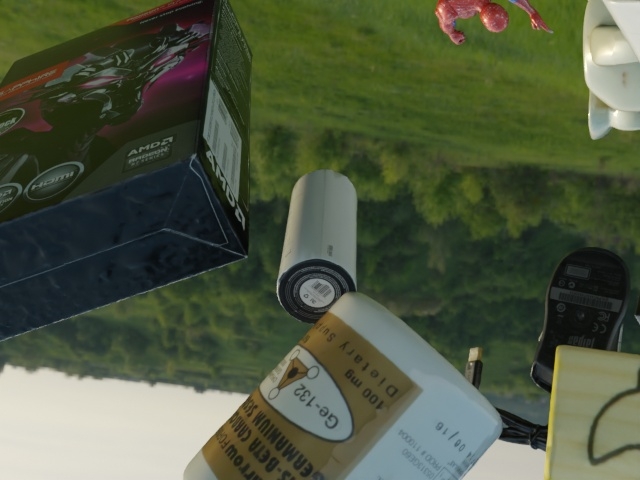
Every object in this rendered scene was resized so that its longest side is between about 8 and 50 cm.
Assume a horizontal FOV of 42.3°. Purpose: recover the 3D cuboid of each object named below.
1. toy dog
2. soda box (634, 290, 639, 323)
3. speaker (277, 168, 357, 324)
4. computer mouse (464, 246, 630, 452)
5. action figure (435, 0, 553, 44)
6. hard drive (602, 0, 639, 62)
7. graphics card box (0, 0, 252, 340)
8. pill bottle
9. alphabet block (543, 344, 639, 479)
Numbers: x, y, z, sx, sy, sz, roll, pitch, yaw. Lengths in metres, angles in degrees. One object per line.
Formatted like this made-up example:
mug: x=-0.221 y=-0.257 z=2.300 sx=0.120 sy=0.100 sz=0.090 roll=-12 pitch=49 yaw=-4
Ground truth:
toy dog: x=0.567 y=-0.296 z=1.102 sx=0.408 sy=0.284 sz=0.395 roll=0 pitch=-179 yaw=20
soda box: x=0.575 y=0.112 z=1.264 sx=0.169 sy=0.053 sz=0.060 roll=4 pitch=154 yaw=38
speaker: x=0.000 y=0.000 z=0.611 sx=0.055 sy=0.055 sz=0.136 roll=8 pitch=-149 yaw=-2
computer mouse: x=0.277 y=0.135 z=1.016 sx=0.184 sy=0.262 sz=0.060 roll=5 pitch=165 yaw=28
action figure: x=0.163 y=-0.294 z=0.967 sx=0.091 sy=0.280 sz=0.139 roll=-40 pitch=130 yaw=14
hard drive: x=0.388 y=-0.066 z=0.634 sx=0.353 sy=0.047 sz=0.233 roll=45 pitch=172 yaw=-31
graphics card box: x=-0.178 y=-0.085 z=0.690 sx=0.233 sy=0.371 sz=0.094 roll=-17 pitch=124 yaw=8
pill bottle: x=-0.010 y=0.154 z=0.506 sx=0.131 sy=0.229 sz=0.131 roll=42 pitch=174 yaw=6
alphabet block: x=0.311 y=0.207 z=0.765 sx=0.197 sy=0.192 sz=0.193 roll=5 pitch=168 yaw=18
